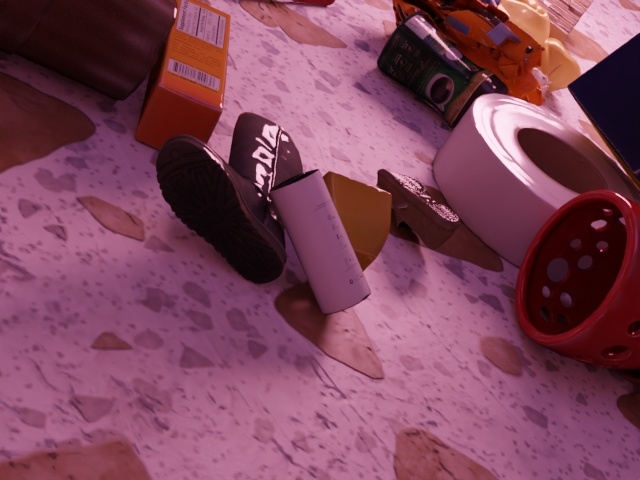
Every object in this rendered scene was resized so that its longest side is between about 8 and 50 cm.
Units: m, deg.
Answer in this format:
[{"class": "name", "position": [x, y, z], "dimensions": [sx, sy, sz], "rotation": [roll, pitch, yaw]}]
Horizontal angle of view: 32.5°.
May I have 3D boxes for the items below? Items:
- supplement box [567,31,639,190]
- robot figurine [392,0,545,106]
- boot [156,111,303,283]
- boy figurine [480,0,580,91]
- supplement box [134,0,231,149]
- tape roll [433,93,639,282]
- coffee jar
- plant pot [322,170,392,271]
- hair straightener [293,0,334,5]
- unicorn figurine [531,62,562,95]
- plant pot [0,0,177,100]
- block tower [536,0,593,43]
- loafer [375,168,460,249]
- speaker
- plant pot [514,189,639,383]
[{"class": "supplement box", "position": [0.537, -0.129, 1.563], "dimensions": [0.356, 0.194, 0.195], "rotation": [38, 21, -48]}, {"class": "robot figurine", "position": [0.215, -0.311, 1.670], "dimensions": [0.291, 0.085, 0.211], "rotation": [40, -13, 27]}, {"class": "boot", "position": [-0.082, -0.076, 1.110], "dimensions": [0.189, 0.076, 0.208], "rotation": [57, 27, -30]}, {"class": "boy figurine", "position": [0.324, -0.360, 1.879], "dimensions": [0.285, 0.092, 0.177], "rotation": [31, 65, -8]}, {"class": "supplement box", "position": [-0.150, -0.187, 1.231], "dimensions": [0.080, 0.078, 0.233], "rotation": [22, 32, -14]}, {"class": "tape roll", "position": [0.295, -0.070, 1.467], "dimensions": [0.286, 0.100, 0.286], "rotation": [24, 32, -16]}, {"class": "coffee jar", "position": [0.178, -0.238, 1.589], "dimensions": [0.184, 0.096, 0.079], "rotation": [41, 40, 10]}, {"class": "plant pot", "position": [0.024, -0.007, 1.148], "dimensions": [0.081, 0.081, 0.083], "rotation": [19, 46, -24]}, {"class": "hair straightener", "position": [-0.071, -0.389, 1.625], "dimensions": [0.230, 0.047, 0.089], "rotation": [-14, 55, -46]}, {"class": "unicorn figurine", "position": [0.323, -0.251, 1.792], "dimensions": [0.111, 0.060, 0.162], "rotation": [29, 47, -10]}, {"class": "plant pot", "position": [-0.250, -0.237, 1.141], "dimensions": [0.165, 0.167, 0.167], "rotation": [30, 30, -25]}, {"class": "block tower", "position": [0.435, -0.416, 2.082], "dimensions": [0.091, 0.097, 0.335], "rotation": [37, 29, 4]}, {"class": "loafer", "position": [0.106, -0.039, 1.296], "dimensions": [0.056, 0.050, 0.148], "rotation": [15, 20, -35]}, {"class": "speaker", "position": [0.000, 0.000, 1.072], "dimensions": [0.055, 0.055, 0.136], "rotation": [-41, 110, -58]}, {"class": "plant pot", "position": [0.347, 0.059, 1.251], "dimensions": [0.174, 0.191, 0.191], "rotation": [23, 33, -23]}]
